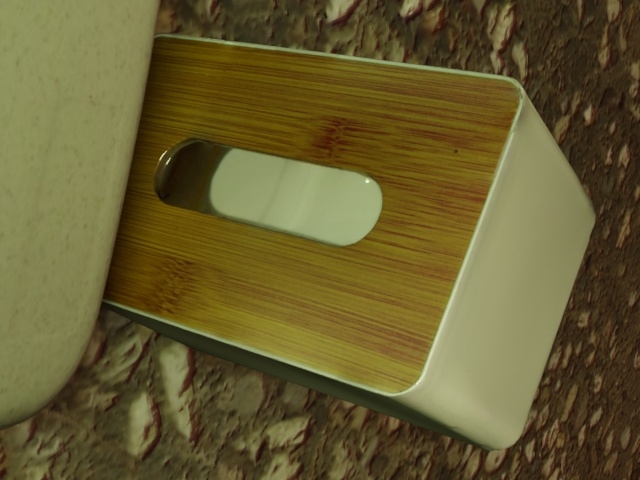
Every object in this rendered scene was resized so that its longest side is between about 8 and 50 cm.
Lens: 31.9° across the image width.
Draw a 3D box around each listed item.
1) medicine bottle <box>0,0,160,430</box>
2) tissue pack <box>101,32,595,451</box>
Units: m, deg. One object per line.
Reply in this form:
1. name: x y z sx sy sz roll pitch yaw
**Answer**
1. medicine bottle: -0.167 -0.100 0.436 0.282 0.123 0.375 1 101 -64
2. tissue pack: 0.001 -0.001 0.613 0.136 0.246 0.159 38 69 -54
